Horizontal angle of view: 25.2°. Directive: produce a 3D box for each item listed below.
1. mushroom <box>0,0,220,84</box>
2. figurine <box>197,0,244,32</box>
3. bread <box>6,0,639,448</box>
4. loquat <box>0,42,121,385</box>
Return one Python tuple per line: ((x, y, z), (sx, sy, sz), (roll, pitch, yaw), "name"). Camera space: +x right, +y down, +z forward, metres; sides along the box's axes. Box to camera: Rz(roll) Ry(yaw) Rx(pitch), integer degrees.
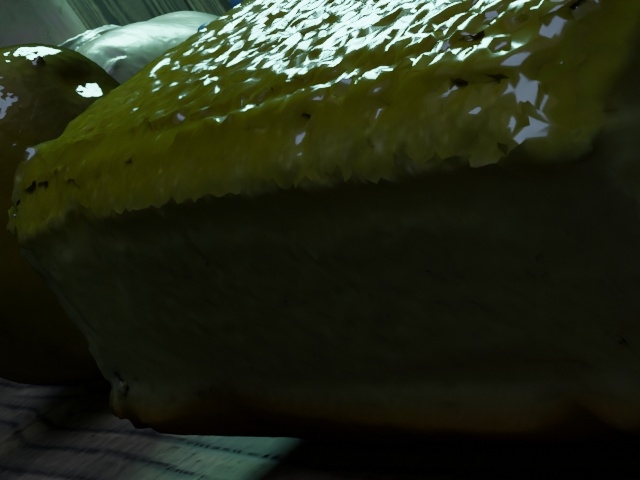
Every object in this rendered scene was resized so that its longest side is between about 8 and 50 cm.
((-0.194, -0.081, 1.166), (0.315, 0.315, 0.356), (-34, 46, -10), "mushroom")
((0.022, -0.105, 0.866), (0.154, 0.180, 0.262), (-46, 16, 2), "figurine")
((0.083, -0.061, 0.536), (0.323, 0.143, 0.333), (-41, 19, -30), "bread")
((-0.163, -0.015, 0.875), (0.213, 0.213, 0.213), (-31, 11, 7), "loquat")
